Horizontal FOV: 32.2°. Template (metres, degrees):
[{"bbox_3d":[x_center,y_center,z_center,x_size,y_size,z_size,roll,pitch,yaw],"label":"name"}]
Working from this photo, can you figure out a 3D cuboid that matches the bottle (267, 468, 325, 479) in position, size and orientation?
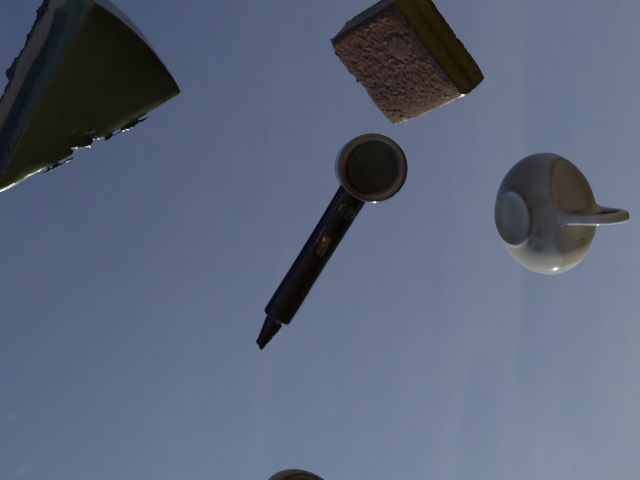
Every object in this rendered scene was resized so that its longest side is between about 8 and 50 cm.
[{"bbox_3d":[-0.062,0.384,1.304,0.104,0.104,0.245,-18,-38,-52],"label":"bottle"}]

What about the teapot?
[{"bbox_3d":[0.268,-0.030,1.307,0.092,0.226,0.145,-10,-79,-27],"label":"teapot"}]

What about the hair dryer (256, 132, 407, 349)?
[{"bbox_3d":[0.000,0.000,1.165,0.070,0.128,0.255,33,-85,-4],"label":"hair dryer"}]

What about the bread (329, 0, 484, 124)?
[{"bbox_3d":[0.063,-0.137,0.830,0.090,0.094,0.035,51,-120,-13],"label":"bread"}]

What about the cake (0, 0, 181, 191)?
[{"bbox_3d":[-0.348,-0.204,1.389,0.283,0.158,0.172,-32,-55,-6],"label":"cake"}]
